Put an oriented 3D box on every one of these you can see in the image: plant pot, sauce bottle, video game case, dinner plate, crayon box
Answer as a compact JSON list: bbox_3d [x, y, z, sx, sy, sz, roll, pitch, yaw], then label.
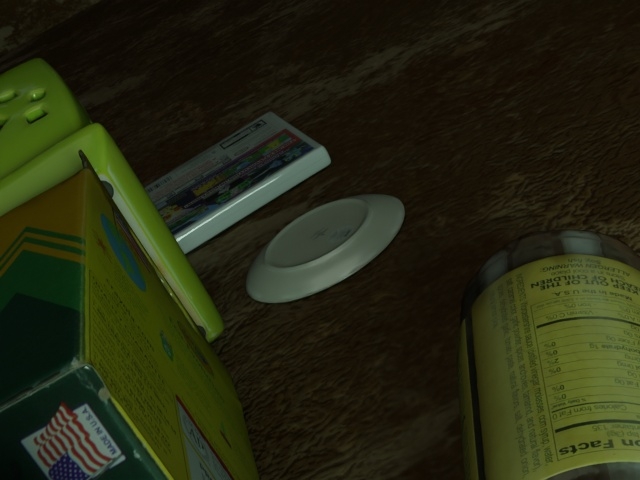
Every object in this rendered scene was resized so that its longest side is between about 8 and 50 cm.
[{"bbox_3d":[-0.219,0.028,0.887,0.227,0.228,0.207,-36,31,-14],"label":"plant pot"},{"bbox_3d":[0.110,0.119,0.454,0.111,0.111,0.344,-22,26,17],"label":"sauce bottle"},{"bbox_3d":[-0.103,-0.050,1.151,0.201,0.023,0.183,-32,23,-7],"label":"video game case"},{"bbox_3d":[0.000,0.000,0.939,0.141,0.017,0.141,-24,25,12],"label":"dinner plate"},{"bbox_3d":[-0.107,0.090,0.649,0.081,0.202,0.318,-29,22,1],"label":"crayon box"}]
